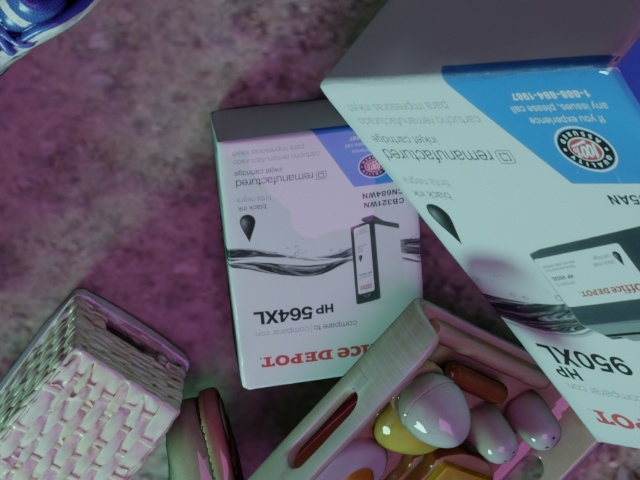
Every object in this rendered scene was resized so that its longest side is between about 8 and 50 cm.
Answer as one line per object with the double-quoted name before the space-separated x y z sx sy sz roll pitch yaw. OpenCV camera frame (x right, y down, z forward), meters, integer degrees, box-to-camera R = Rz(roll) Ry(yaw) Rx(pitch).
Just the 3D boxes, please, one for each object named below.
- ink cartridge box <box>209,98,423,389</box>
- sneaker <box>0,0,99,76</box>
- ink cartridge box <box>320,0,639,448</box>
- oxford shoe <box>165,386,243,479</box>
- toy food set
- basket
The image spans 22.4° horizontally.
"ink cartridge box" 0.000 0.000 1.236 0.148 0.086 0.203 -8 112 -5
"sneaker" -0.227 -0.170 1.111 0.296 0.131 0.112 -43 113 12
"ink cartridge box" 0.234 -0.024 1.117 0.395 0.285 0.166 50 65 -27
"oxford shoe" -0.122 0.281 1.316 0.130 0.123 0.348 0 112 -5
"toy food set" 0.088 0.179 1.258 0.220 0.092 0.306 -49 142 12
"basket" -0.191 0.143 1.258 0.113 0.103 0.167 34 105 -18
